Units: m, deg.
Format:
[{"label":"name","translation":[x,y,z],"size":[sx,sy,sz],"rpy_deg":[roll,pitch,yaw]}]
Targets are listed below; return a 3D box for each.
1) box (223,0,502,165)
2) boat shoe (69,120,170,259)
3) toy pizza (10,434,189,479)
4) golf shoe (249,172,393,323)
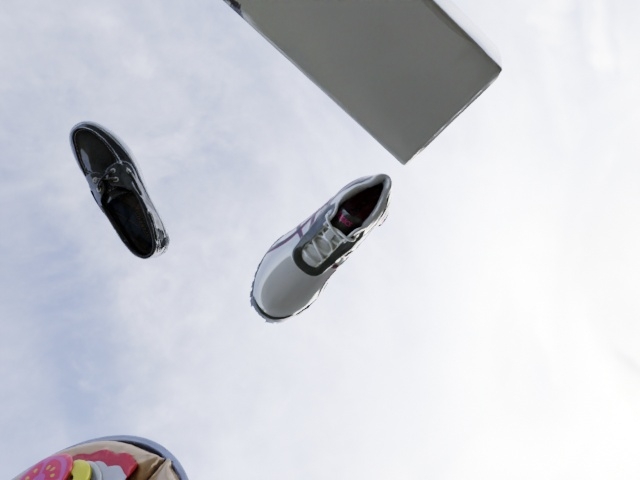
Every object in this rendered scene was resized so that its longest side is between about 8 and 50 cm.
[{"label":"box","translation":[0.000,-0.190,0.340],"size":[0.275,0.113,0.094],"rpy_deg":[42,-57,-6]},{"label":"boat shoe","translation":[-0.185,-0.046,0.435],"size":[0.049,0.040,0.142],"rpy_deg":[-29,-79,1]},{"label":"toy pizza","translation":[-0.165,0.193,0.258],"size":[0.201,0.201,0.032],"rpy_deg":[-33,-56,-19]},{"label":"golf shoe","translation":[0.000,0.000,0.677],"size":[0.105,0.120,0.273],"rpy_deg":[41,-106,3]}]
